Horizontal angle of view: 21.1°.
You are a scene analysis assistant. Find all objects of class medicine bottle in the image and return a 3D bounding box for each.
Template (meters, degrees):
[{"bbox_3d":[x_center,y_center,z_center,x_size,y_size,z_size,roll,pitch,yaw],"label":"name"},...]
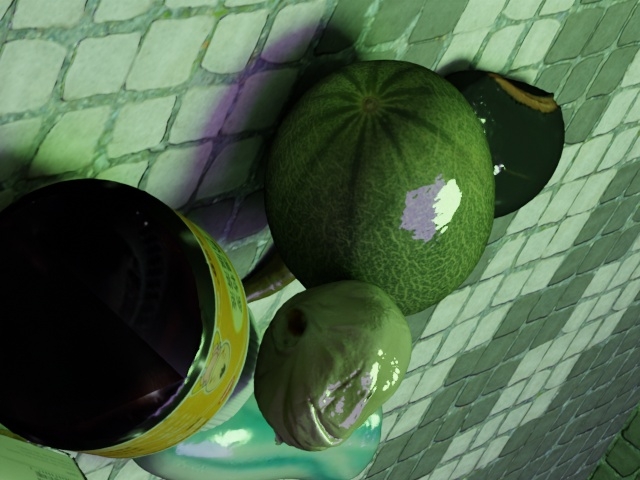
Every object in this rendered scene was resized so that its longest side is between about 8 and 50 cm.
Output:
[{"bbox_3d":[-0.177,0.080,1.604,0.242,0.242,0.395,-47,170,2],"label":"medicine bottle"}]

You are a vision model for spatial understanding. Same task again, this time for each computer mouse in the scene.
[{"bbox_3d":[0.203,-0.108,2.051,0.323,0.116,0.183,4,121,-59],"label":"computer mouse"}]

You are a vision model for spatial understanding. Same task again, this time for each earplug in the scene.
[{"bbox_3d":[-0.094,0.215,1.999,0.324,0.185,0.185,-3,132,-51],"label":"earplug"}]

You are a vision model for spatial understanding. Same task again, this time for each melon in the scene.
[{"bbox_3d":[0.060,-0.053,1.755,0.237,0.237,0.301,-37,153,-20],"label":"melon"}]

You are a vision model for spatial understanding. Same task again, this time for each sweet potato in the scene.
[{"bbox_3d":[-0.002,0.000,1.953,0.249,0.059,0.069,-30,131,-10],"label":"sweet potato"}]

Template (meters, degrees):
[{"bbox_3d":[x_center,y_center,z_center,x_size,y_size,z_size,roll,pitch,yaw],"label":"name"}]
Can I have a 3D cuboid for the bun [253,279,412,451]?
[{"bbox_3d":[-0.001,0.110,1.647,0.166,0.173,0.113,-25,127,25],"label":"bun"}]

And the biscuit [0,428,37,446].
[{"bbox_3d":[-0.368,0.285,1.813,0.203,0.041,0.260,-20,143,-31],"label":"biscuit"}]

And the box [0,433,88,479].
[{"bbox_3d":[-0.373,0.305,1.698,0.251,0.106,0.203,-49,139,12],"label":"box"}]
